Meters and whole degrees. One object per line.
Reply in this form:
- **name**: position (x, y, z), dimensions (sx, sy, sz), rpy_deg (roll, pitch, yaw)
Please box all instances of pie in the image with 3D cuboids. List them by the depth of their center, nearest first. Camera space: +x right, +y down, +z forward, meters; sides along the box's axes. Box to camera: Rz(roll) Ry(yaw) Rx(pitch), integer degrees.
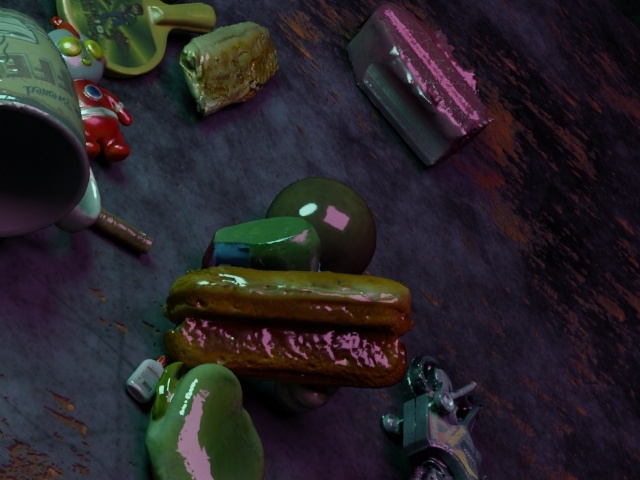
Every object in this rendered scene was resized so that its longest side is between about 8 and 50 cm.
- **pie**: position (-0.153, -0.286, 2.228), dimensions (0.282, 0.068, 0.128), rpy_deg (-42, 117, -62)

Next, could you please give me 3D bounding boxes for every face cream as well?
- **face cream**: position (-0.223, 0.178, 1.772), dimensions (0.040, 0.021, 0.083), rpy_deg (47, 35, -7)

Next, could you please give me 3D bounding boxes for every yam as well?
- **yam**: position (-0.296, -0.027, 1.867), dimensions (0.145, 0.032, 0.032), rpy_deg (33, 38, -25)

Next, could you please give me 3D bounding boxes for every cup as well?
- **cup**: position (-0.383, -0.147, 1.733), dimensions (0.301, 0.227, 0.257), rpy_deg (47, 26, -40)

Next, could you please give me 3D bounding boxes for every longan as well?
- **longan**: position (0.000, 0.000, 2.076), dimensions (0.185, 0.159, 0.204), rpy_deg (8, 62, -36)

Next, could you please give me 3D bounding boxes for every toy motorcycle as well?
- **toy motorcycle**: position (0.188, 0.315, 2.059), dimensions (0.173, 0.108, 0.307), rpy_deg (43, 33, -28)

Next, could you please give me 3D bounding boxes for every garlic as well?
- **garlic**: position (-0.029, 0.208, 1.914), dimensions (0.094, 0.113, 0.074), rpy_deg (32, 81, -1)

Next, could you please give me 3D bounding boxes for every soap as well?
- **soap**: position (0.182, -0.312, 2.599), dimensions (0.324, 0.127, 0.220), rpy_deg (53, 33, 3)

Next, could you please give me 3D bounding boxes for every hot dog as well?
- **hot dog**: position (-0.043, 0.116, 1.850), dimensions (0.349, 0.158, 0.117), rpy_deg (4, 8, -9)

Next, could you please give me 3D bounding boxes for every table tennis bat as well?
- **table tennis bat**: position (-0.286, -0.352, 2.135), dimensions (0.321, 0.050, 0.198), rpy_deg (-9, 83, -50)

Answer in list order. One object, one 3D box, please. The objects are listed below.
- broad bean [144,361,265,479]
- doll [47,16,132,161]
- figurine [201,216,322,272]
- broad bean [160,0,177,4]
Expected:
- **broad bean**: position (-0.148, 0.261, 1.720), dimensions (0.169, 0.100, 0.228), rpy_deg (-13, 71, -46)
- **doll**: position (-0.346, -0.223, 1.954), dimensions (0.142, 0.076, 0.245), rpy_deg (4, 61, -47)
- **figurine**: position (-0.067, 0.088, 1.965), dimensions (0.127, 0.185, 0.234), rpy_deg (-90, 170, -57)
- **broad bean**: position (-0.295, -0.413, 2.207), dimensions (0.214, 0.048, 0.070), rpy_deg (-19, 83, -52)
